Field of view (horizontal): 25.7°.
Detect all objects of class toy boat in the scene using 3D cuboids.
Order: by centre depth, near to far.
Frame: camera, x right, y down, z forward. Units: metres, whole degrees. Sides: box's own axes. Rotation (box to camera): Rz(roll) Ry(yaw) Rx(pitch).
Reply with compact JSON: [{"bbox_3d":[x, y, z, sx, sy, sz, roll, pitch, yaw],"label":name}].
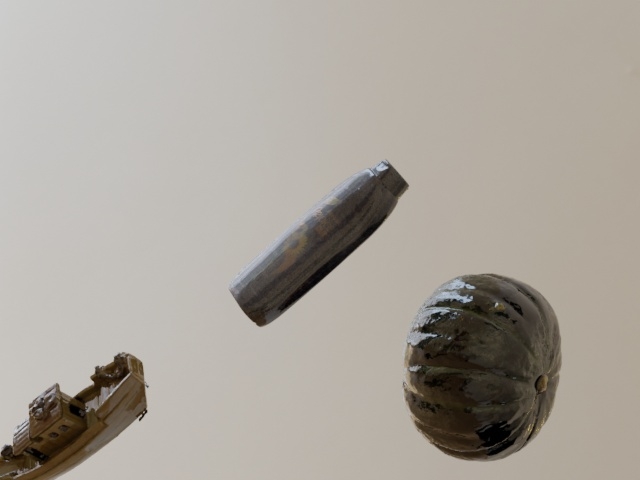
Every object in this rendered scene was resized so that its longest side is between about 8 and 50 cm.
[{"bbox_3d":[-0.245,0.175,1.328,0.072,0.206,0.064,38,25,-38],"label":"toy boat"}]

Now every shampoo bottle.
[{"bbox_3d":[0.000,0.000,1.584,0.049,0.233,0.087,46,5,-42],"label":"shampoo bottle"}]

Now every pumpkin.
[{"bbox_3d":[0.188,0.146,1.612,0.162,0.220,0.220,14,-25,35],"label":"pumpkin"}]
